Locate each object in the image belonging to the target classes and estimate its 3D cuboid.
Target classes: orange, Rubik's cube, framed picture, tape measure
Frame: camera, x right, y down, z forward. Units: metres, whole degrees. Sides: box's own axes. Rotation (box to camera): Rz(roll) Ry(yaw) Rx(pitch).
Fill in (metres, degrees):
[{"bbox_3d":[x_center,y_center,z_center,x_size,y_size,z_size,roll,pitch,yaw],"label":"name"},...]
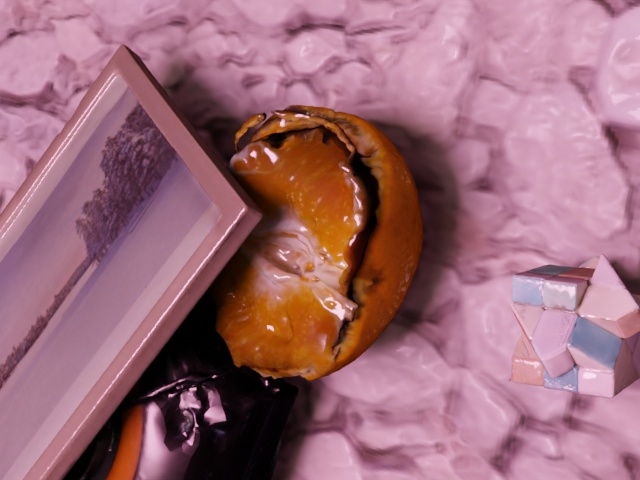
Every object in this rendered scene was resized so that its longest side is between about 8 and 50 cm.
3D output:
[{"bbox_3d":[0.000,0.000,0.821,0.170,0.112,0.160,-19,83,56],"label":"orange"},{"bbox_3d":[0.142,0.042,0.746,0.075,0.084,0.073,4,99,18],"label":"Rubik's cube"},{"bbox_3d":[-0.167,0.039,0.857,0.289,0.016,0.213,-52,43,12],"label":"framed picture"},{"bbox_3d":[-0.129,0.120,0.897,0.223,0.135,0.202,28,104,35],"label":"tape measure"}]
